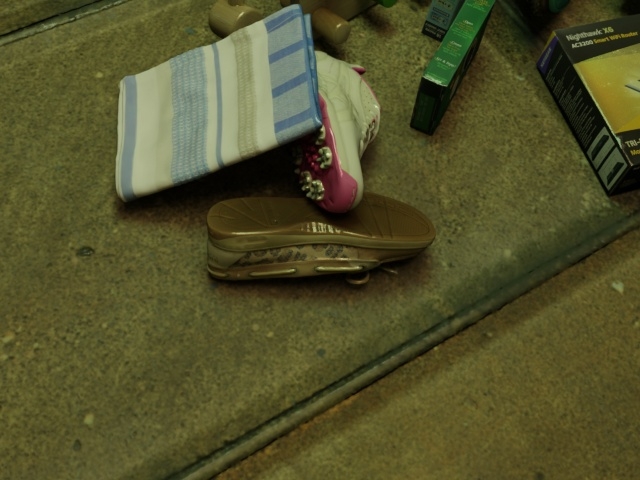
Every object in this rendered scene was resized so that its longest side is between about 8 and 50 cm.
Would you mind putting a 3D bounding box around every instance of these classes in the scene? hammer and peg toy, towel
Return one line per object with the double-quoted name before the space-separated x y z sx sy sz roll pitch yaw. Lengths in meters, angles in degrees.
"hammer and peg toy" 0.016 -0.405 1.181 0.361 0.266 0.127 -35 58 -24
"towel" -0.136 -0.174 1.082 0.284 0.034 0.209 -18 55 18

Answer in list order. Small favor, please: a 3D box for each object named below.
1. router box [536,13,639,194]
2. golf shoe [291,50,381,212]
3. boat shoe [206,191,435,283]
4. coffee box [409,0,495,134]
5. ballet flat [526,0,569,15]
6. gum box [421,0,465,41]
"router box" 0.506 -0.215 1.247 0.308 0.081 0.243 -14 64 -15
"golf shoe" 0.028 -0.152 1.107 0.140 0.115 0.306 4 44 -20
"boat shoe" 0.000 0.000 1.071 0.285 0.089 0.105 1 35 -10
"coffee box" 0.184 -0.249 1.207 0.040 0.113 0.184 25 63 10
"ballet flat" 0.396 -0.502 1.361 0.182 0.164 0.483 30 54 25
"gum box" 0.216 -0.407 1.253 0.041 0.184 0.157 28 62 7
